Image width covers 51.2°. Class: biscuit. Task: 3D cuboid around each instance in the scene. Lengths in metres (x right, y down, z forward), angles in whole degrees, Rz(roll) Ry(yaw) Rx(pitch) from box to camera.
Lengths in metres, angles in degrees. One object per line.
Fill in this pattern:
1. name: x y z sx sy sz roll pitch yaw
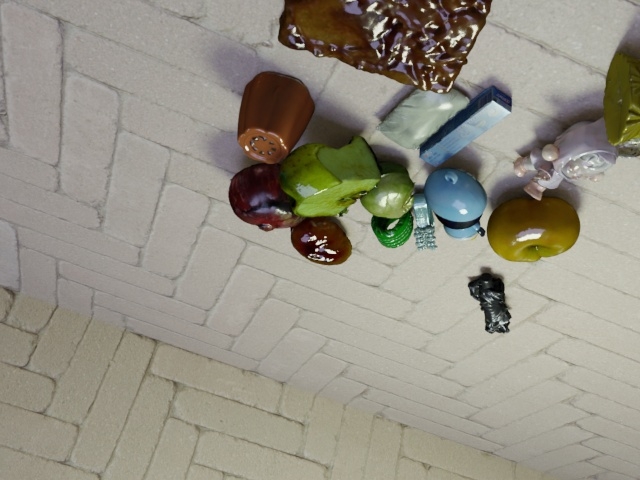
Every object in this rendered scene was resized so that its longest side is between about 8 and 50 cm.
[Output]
1. biscuit: 0.135 -0.488 1.299 0.395 0.166 0.342 18 148 -2

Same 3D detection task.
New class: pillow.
1. pillow: 0.247 -0.304 1.633 0.128 0.051 0.229 26 143 -21

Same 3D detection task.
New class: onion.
1. onion: -0.146 -0.120 1.934 0.246 0.190 0.246 4 162 1

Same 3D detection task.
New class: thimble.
1. thimble: 0.213 -0.048 1.957 0.118 0.130 0.090 38 169 43

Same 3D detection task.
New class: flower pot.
1. flower pot: -0.122 -0.296 1.682 0.191 0.173 0.190 10 148 6

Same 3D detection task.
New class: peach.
1. peach: 0.581 -0.028 1.822 0.251 0.153 0.251 1 163 0

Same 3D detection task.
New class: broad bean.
1. broad bean: 0.001 -0.003 2.113 0.228 0.122 0.156 29 119 -31

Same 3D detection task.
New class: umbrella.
1. umbrella: 0.567 0.204 2.216 0.110 0.122 0.272 -35 133 -6

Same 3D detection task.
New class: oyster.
1. oyster: 0.742 -0.231 1.569 0.132 0.029 0.086 9 140 14

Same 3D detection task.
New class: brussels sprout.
1. brussels sprout: 0.178 -0.139 1.842 0.145 0.131 0.183 -5 147 -10

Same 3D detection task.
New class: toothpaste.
1. toothpaste: 0.349 -0.275 1.638 0.066 0.053 0.272 24 145 -22

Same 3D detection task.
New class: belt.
1. belt: 0.297 -0.061 1.933 0.065 0.100 0.179 -3 140 19

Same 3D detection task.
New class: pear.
1. pear: -0.009 -0.159 1.744 0.255 0.164 0.238 -10 162 -34

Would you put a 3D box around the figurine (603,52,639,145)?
1. figurine: 0.767 -0.288 1.369 0.315 0.187 0.168 2 141 4

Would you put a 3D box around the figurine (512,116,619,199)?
1. figurine: 0.589 -0.196 1.593 0.200 0.133 0.276 19 153 -28

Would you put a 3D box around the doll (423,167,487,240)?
1. doll: 0.372 -0.101 1.810 0.177 0.141 0.314 33 170 29
